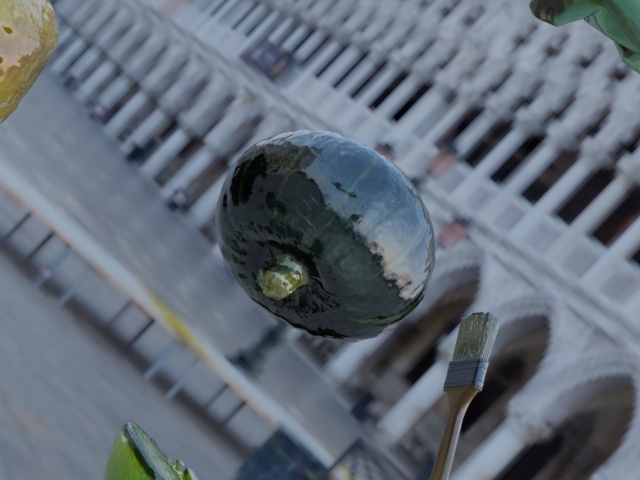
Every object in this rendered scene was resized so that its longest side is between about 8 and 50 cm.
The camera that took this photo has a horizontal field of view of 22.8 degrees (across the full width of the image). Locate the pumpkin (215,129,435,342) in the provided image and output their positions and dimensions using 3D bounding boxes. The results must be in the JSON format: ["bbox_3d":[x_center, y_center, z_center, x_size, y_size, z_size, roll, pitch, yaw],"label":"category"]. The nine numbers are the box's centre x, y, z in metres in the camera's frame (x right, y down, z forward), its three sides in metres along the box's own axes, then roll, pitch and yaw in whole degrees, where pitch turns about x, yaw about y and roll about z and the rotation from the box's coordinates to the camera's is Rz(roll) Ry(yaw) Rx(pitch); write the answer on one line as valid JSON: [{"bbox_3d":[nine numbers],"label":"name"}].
[{"bbox_3d":[0.002,-0.002,1.139,0.167,0.125,0.167,21,-21,8],"label":"pumpkin"}]

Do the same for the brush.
[{"bbox_3d":[0.101,0.134,1.207,0.014,0.170,0.043,27,-21,-26],"label":"brush"}]

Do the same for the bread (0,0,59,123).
[{"bbox_3d":[-0.384,-0.234,1.212,0.394,0.361,0.250,54,-37,15],"label":"bread"}]

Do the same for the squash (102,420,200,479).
[{"bbox_3d":[-0.096,0.311,1.478,0.233,0.210,0.309,-135,-139,-80],"label":"squash"}]

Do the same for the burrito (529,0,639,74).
[{"bbox_3d":[0.198,-0.091,0.397,0.054,0.288,0.104,80,-14,-71],"label":"burrito"}]
